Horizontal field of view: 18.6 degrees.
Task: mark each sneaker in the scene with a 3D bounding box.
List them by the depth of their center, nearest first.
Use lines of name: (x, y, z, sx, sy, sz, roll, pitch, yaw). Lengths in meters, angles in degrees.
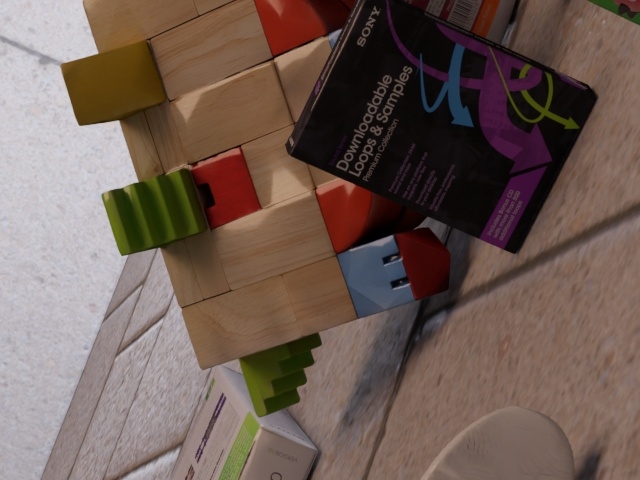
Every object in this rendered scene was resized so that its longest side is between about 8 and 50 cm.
sneaker: (0.064, 0.181, 0.994, 0.094, 0.080, 0.212, -3, -65, -89)

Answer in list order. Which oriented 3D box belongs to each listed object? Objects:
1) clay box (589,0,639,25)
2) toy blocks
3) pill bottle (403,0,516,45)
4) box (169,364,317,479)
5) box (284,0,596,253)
clay box: (0.136, -0.188, 0.991, 0.053, 0.222, 0.127, 127, 163, -53)
toy blocks: (-0.005, -0.083, 1.398, 0.261, 0.381, 0.191, -19, -2, 32)
pill bottle: (0.033, -0.203, 1.533, 0.121, 0.221, 0.121, -157, 90, -79)
box: (-0.092, 0.243, 1.673, 0.322, 0.058, 0.232, -146, 79, -81)
box: (0.074, -0.074, 1.219, 0.029, 0.162, 0.116, -103, 37, -72)
